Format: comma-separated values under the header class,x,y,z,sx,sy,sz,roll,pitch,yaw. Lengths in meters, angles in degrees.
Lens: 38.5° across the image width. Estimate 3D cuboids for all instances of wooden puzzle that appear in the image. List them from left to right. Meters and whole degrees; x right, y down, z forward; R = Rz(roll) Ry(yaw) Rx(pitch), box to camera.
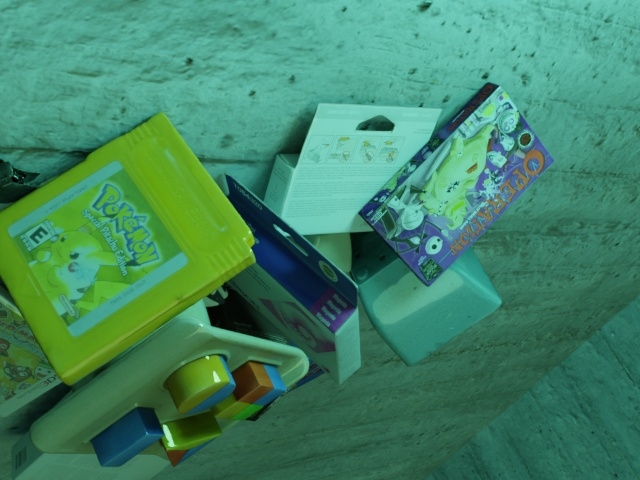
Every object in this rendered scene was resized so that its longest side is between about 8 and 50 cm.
class,x,y,z,sx,sy,sz,roll,pitch,yaw
wooden puzzle,-0.208,0.257,1.397,0.322,0.081,0.348,-36,151,14

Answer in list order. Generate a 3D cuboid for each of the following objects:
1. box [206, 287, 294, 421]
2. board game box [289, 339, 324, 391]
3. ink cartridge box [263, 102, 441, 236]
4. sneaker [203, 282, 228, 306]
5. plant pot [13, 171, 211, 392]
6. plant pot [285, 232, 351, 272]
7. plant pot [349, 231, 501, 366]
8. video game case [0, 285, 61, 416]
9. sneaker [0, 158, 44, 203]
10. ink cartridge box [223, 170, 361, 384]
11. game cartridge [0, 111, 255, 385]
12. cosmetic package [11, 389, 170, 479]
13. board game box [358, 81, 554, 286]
class,x,y,z,sx,sy,sz,roll,pitch,yaw
box,-0.172,0.232,1.871,0.167,0.203,0.168,19,126,-40
board game box,-0.150,0.332,2.171,0.347,0.078,0.233,-28,161,2
ink cartridge box,0.055,-0.136,1.650,0.296,0.066,0.261,-4,124,-39
sneaker,-0.213,0.060,1.698,0.153,0.094,0.235,1,143,-47
plant pot,-0.315,0.097,1.451,0.333,0.305,0.334,-22,151,-13
plant pot,0.000,0.000,1.790,0.109,0.109,0.096,-11,135,-29
plant pot,0.179,0.060,1.915,0.247,0.247,0.252,-36,133,14
video game case,-0.553,0.197,1.586,0.206,0.026,0.227,-31,126,14
sneaker,-0.470,-0.088,1.283,0.089,0.051,0.170,-32,156,7
ink cartridge box,-0.065,0.076,1.619,0.071,0.324,0.330,-41,155,-18
game cartridge,-0.287,0.000,1.293,0.323,0.285,0.053,-35,156,-8
cosmetic package,-0.432,0.409,1.939,0.284,0.097,0.377,24,127,-37
board game box,0.258,-0.101,1.715,0.347,0.056,0.208,-46,123,-1
